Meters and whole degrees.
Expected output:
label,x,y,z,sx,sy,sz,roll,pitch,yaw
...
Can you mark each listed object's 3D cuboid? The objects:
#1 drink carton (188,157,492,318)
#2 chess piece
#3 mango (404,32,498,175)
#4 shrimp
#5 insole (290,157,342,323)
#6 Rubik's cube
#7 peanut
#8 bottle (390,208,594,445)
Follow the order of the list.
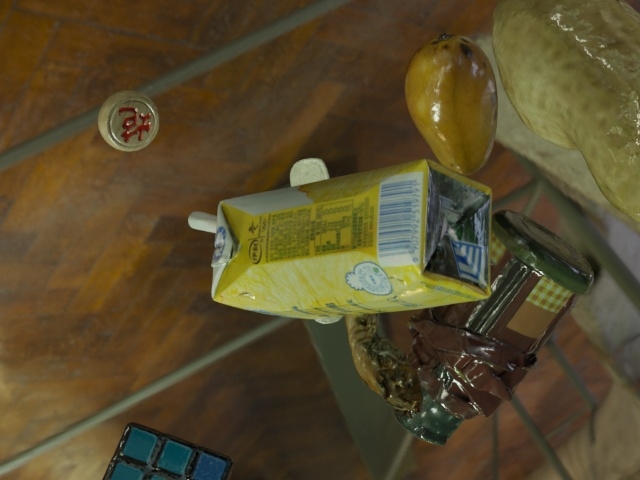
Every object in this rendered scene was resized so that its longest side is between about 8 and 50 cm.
label,x,y,z,sx,sy,sz,roll,pitch,yaw
drink carton,-0.007,0.005,0.557,0.200,0.074,0.084,-10,164,40
chess piece,-0.259,-0.162,1.353,0.083,0.038,0.084,-13,115,-29
mango,0.149,-0.152,1.098,0.178,0.090,0.115,49,55,-51
shrimp,0.047,0.060,0.756,0.034,0.178,0.124,-4,102,-10
insole,0.000,0.000,1.153,0.063,0.192,0.010,-9,179,5
Rubik's cube,-0.225,0.370,1.415,0.160,0.162,0.163,20,154,1
peanut,0.235,-0.120,0.823,0.122,0.253,0.137,-20,146,-25
bottle,0.170,0.102,1.113,0.143,0.156,0.271,23,110,-29
